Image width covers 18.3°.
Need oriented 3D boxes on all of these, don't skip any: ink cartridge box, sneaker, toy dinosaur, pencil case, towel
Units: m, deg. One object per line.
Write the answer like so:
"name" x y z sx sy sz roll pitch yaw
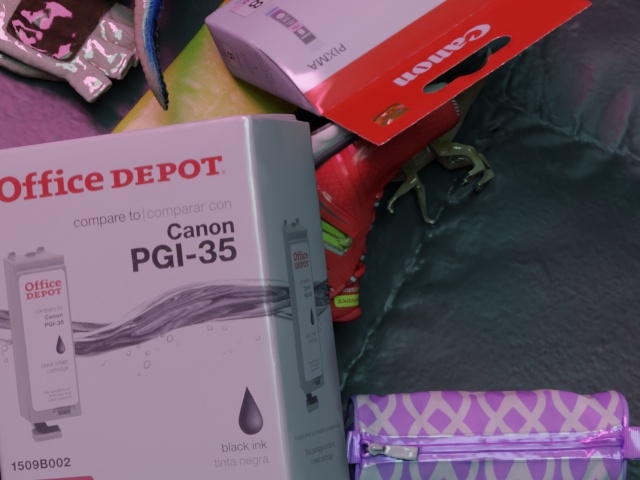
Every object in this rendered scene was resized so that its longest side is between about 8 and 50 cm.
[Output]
"ink cartridge box" 0.048 -0.163 1.389 0.189 0.232 0.066 -35 116 -15
"ink cartridge box" -0.105 0.068 1.291 0.207 0.117 0.283 -7 89 19
"sneaker" 0.000 0.000 1.396 0.279 0.107 0.118 -41 86 5
"toy dinosaur" 0.085 -0.074 1.456 0.183 0.053 0.092 -39 74 -14
"pencil case" 0.112 0.142 1.358 0.206 0.088 0.086 -2 72 -3
"towel" -0.052 -0.130 1.491 0.102 0.021 0.237 34 73 14

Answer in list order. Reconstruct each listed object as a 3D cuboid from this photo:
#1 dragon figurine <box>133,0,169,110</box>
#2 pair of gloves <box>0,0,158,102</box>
"dragon figurine" -0.106 -0.249 1.461 0.144 0.085 0.289 -14 69 -16
"pair of gloves" -0.182 -0.234 1.513 0.204 0.042 0.240 33 71 10
